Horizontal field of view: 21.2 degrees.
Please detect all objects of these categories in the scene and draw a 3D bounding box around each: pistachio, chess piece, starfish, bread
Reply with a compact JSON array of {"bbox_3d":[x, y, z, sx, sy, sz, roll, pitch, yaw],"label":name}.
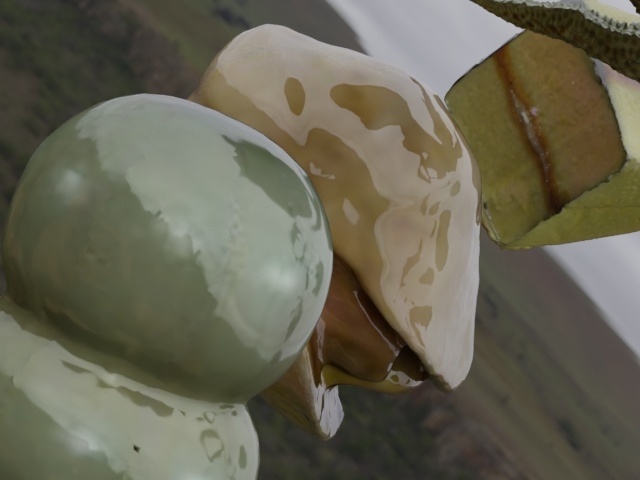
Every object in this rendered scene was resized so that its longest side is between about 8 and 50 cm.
[{"bbox_3d":[0.000,0.000,1.125,0.321,0.229,0.238,64,13,-48],"label":"pistachio"},{"bbox_3d":[-0.104,0.101,0.694,0.182,0.330,0.182,25,5,-2],"label":"chess piece"},{"bbox_3d":[0.274,-0.122,1.103,0.347,0.078,0.358,4,3,-1],"label":"starfish"},{"bbox_3d":[0.261,-0.079,1.453,0.264,0.163,0.168,10,56,-39],"label":"bread"}]
